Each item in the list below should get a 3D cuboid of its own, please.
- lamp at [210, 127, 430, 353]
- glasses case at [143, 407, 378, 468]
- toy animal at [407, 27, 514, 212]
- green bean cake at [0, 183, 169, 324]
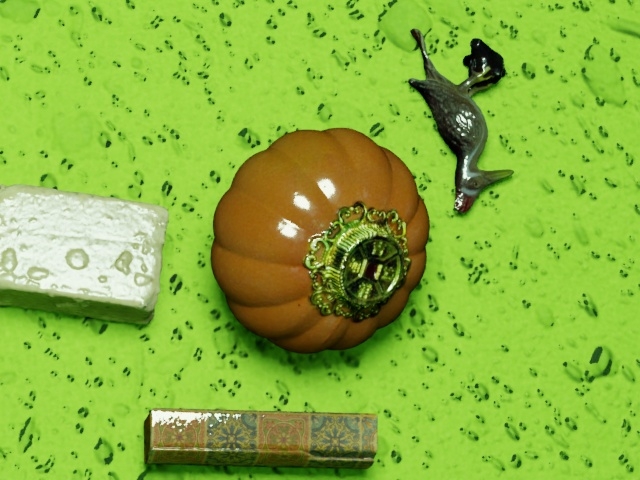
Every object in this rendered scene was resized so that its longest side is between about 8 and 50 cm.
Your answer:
[{"bbox_3d":[0.000,0.000,1.844,0.223,0.196,0.223,-11,112,-27],"label":"lamp"},{"bbox_3d":[-0.058,0.192,1.842,0.218,0.075,0.049,2,77,-10],"label":"glasses case"},{"bbox_3d":[0.146,-0.126,1.984,0.105,0.070,0.202,-4,78,2],"label":"toy animal"},{"bbox_3d":[-0.240,0.013,1.854,0.179,0.085,0.109,10,74,-9],"label":"green bean cake"}]
